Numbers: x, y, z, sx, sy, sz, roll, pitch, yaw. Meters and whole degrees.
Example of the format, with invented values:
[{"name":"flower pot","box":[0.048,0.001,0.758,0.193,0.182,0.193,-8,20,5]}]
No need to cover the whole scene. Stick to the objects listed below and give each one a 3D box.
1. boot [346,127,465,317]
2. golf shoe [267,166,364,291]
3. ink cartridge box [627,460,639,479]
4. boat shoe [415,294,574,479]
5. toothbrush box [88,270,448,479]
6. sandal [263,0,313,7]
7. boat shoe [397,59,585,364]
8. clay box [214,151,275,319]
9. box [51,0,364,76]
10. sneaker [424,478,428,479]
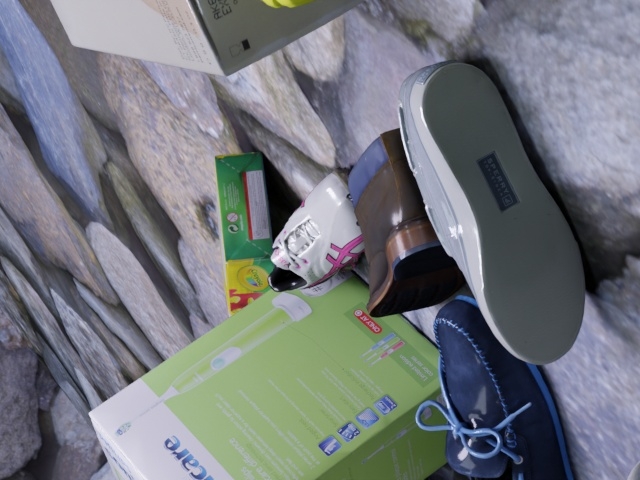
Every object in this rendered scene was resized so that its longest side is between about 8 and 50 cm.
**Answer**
[{"name":"boot","box":[0.068,-0.008,1.246,0.219,0.082,0.106,107,149,-70]},{"name":"golf shoe","box":[0.000,0.000,1.364,0.067,0.086,0.186,53,159,14]},{"name":"ink cartridge box","box":[0.330,0.118,0.482,0.385,0.279,0.160,20,140,60]},{"name":"boat shoe","box":[0.148,0.169,1.268,0.109,0.089,0.258,16,135,61]},{"name":"toothbrush box","box":[-0.034,0.173,1.417,0.206,0.283,0.122,40,154,37]},{"name":"sandal","box":[0.037,-0.224,0.900,0.317,0.126,0.138,-5,113,59]},{"name":"boat shoe","box":[0.118,-0.022,1.082,0.227,0.079,0.081,67,168,-13]},{"name":"clay box","box":[-0.074,0.026,1.550,0.222,0.053,0.127,89,174,-58]},{"name":"box","box":[-0.105,-0.221,1.184,0.311,0.148,0.121,19,137,58]},{"name":"sneaker","box":[0.006,0.267,1.690,0.350,0.131,0.148,15,130,62]}]
